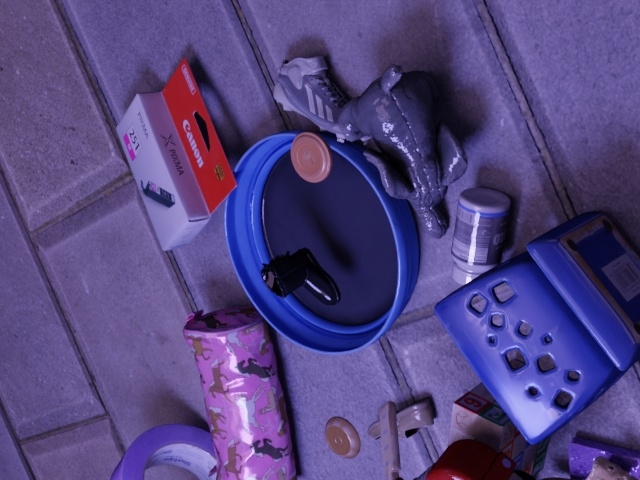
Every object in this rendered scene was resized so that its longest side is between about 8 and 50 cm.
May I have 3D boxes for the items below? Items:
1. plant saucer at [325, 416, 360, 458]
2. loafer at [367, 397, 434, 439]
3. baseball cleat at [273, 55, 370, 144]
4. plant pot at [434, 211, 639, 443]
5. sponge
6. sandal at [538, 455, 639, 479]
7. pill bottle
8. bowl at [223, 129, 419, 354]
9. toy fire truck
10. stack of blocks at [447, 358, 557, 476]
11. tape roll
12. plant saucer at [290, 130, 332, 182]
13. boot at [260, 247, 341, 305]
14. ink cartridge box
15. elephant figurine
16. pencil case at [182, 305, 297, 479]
[{"bbox_3d":[0.037,0.367,2.019,0.083,0.015,0.084,17,118,36],"label":"plant saucer"},{"bbox_3d":[0.138,0.318,1.880,0.148,0.056,0.050,-36,75,44],"label":"loafer"},{"bbox_3d":[0.007,-0.235,1.766,0.205,0.072,0.110,27,117,27],"label":"baseball cleat"},{"bbox_3d":[0.338,0.103,1.501,0.236,0.236,0.212,54,126,12],"label":"plant pot"},{"bbox_3d":[0.440,0.408,1.663,0.117,0.031,0.210,6,109,39],"label":"sponge"},{"bbox_3d":[0.400,0.354,1.595,0.240,0.088,0.079,-7,108,47],"label":"sandal"},{"bbox_3d":[0.238,-0.003,1.645,0.078,0.078,0.137,23,121,33],"label":"pill bottle"},{"bbox_3d":[0.000,0.000,1.862,0.391,0.077,0.391,17,117,36],"label":"bowl"},{"bbox_3d":[0.168,0.342,1.580,0.246,0.158,0.217,42,132,7],"label":"toy fire truck"},{"bbox_3d":[0.271,0.355,1.696,0.087,0.171,0.297,23,122,34],"label":"stack of blocks"},{"bbox_3d":[-0.279,0.505,2.176,0.275,0.274,0.090,49,131,16],"label":"tape roll"},{"bbox_3d":[-0.017,-0.133,1.760,0.083,0.013,0.084,18,119,36],"label":"plant saucer"},{"bbox_3d":[-0.034,0.070,1.797,0.121,0.099,0.045,54,135,11],"label":"boot"},{"bbox_3d":[-0.268,-0.155,1.997,0.239,0.060,0.275,-44,64,51],"label":"ink cartridge box"},{"bbox_3d":[0.144,-0.124,1.627,0.169,0.186,0.240,-28,83,38],"label":"elephant figurine"},{"bbox_3d":[-0.151,0.312,2.070,0.160,0.167,0.386,-140,40,-71],"label":"pencil case"}]
